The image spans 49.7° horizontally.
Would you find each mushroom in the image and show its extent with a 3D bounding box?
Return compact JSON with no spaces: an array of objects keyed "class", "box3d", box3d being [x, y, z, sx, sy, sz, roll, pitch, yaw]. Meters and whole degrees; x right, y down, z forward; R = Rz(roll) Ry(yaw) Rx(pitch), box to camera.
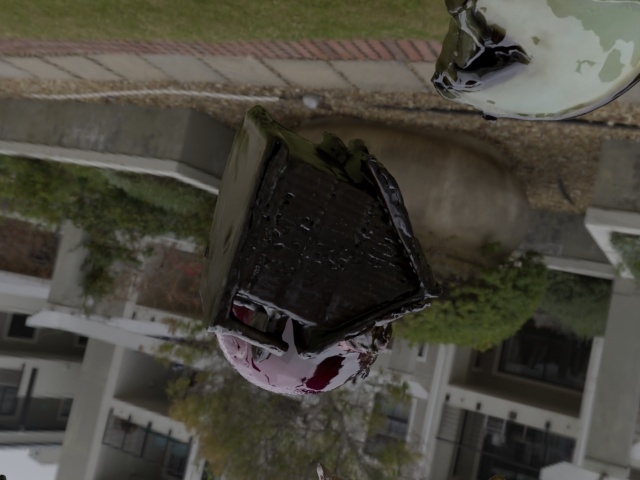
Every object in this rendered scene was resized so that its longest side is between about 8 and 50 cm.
[{"class":"mushroom","box3d":[0.266,-0.285,0.894,0.292,0.211,0.217,1,148,-20]}]

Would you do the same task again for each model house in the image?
[{"class":"model house","box3d":[0.000,0.000,0.960,0.283,0.297,0.317,18,-167,-19]}]

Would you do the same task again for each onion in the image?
[{"class":"onion","box3d":[0.001,0.117,1.188,0.348,0.347,0.385,15,179,-29]}]

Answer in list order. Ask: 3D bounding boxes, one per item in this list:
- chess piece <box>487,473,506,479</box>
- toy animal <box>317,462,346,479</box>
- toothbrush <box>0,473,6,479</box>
[{"class":"chess piece","box3d":[0.215,0.321,0.698,0.060,0.171,0.060,-18,149,-11]},{"class":"toy animal","box3d":[0.020,0.733,1.731,0.213,0.256,0.195,-38,129,26]},{"class":"toothbrush","box3d":[-0.702,0.713,1.478,0.035,0.413,0.042,-24,150,26]}]
